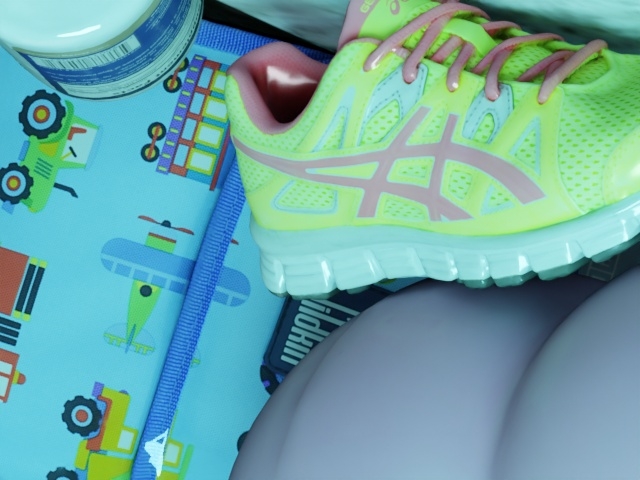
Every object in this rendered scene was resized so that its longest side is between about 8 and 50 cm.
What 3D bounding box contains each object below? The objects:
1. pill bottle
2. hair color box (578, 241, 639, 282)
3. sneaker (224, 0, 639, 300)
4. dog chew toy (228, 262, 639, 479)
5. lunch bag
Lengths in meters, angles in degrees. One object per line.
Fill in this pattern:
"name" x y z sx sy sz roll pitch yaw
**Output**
"pill bottle" -0.071 -0.080 0.527 0.067 0.067 0.120 17 175 4
"hair color box" 0.000 0.000 0.937 0.374 0.114 0.185 17 176 11
"sneaker" 0.043 -0.040 0.528 0.208 0.094 0.081 -11 -163 41
"dog chew toy" 0.117 0.092 0.499 0.206 0.207 0.331 21 154 -35
"lunch bag" -0.020 0.035 0.732 0.293 0.221 0.138 16 175 21
